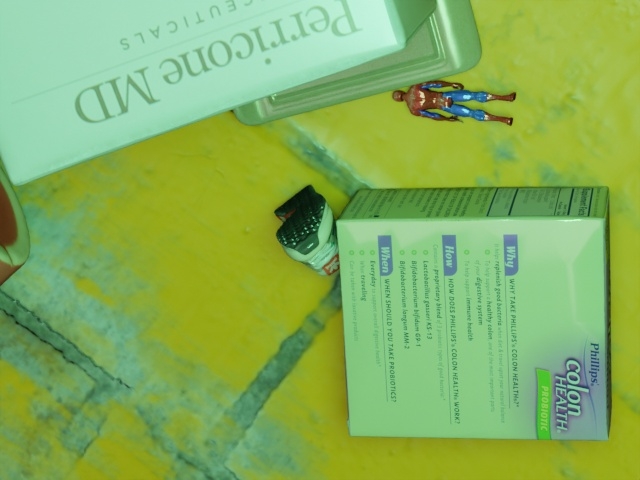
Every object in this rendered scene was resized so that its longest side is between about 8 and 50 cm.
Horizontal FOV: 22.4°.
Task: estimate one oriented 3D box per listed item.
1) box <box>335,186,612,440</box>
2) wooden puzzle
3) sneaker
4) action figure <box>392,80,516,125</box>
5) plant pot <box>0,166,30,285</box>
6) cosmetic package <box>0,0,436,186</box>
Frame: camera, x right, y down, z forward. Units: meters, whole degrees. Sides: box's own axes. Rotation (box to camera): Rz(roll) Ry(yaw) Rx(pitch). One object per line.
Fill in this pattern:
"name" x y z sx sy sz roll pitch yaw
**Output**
"box" 0.147 0.065 1.502 0.242 0.117 0.214 -1 106 13
"wooden puzzle" 0.009 -0.238 1.481 0.238 0.044 0.221 -14 103 11
"sneaker" 0.000 0.000 1.494 0.057 0.161 0.075 -37 104 4
"action figure" 0.122 -0.128 1.495 0.115 0.030 0.038 9 103 14
"plant pot" -0.431 -0.001 1.539 0.243 0.275 0.275 -31 99 10
"cosmetic package" -0.127 -0.302 1.291 0.329 0.327 0.394 -18 100 12
